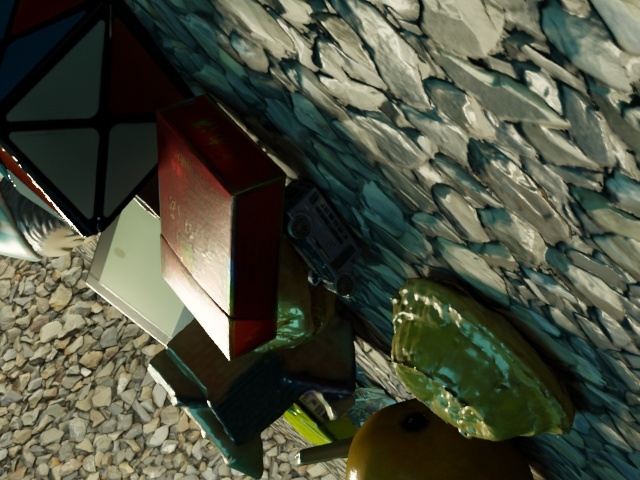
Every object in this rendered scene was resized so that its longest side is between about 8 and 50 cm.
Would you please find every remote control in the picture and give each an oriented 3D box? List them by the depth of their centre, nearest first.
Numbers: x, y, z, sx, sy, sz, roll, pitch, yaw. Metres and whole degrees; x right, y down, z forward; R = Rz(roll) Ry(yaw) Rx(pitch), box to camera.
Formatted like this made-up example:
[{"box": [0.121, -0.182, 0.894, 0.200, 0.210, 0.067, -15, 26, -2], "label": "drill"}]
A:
[{"box": [0.095, 0.338, 1.963, 0.123, 0.285, 0.038, 111, 147, -77], "label": "remote control"}]

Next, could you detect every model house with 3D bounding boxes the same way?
[{"box": [-0.092, 0.216, 1.971, 0.280, 0.312, 0.245, 48, 163, 2], "label": "model house"}]

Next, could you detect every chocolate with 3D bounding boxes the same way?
[{"box": [-0.042, 0.297, 2.463, 0.289, 0.137, 0.301, 47, 167, -16], "label": "chocolate"}]

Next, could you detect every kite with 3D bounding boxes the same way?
[{"box": [0.075, 0.290, 2.265, 0.141, 0.015, 0.245, -12, 126, 35], "label": "kite"}]

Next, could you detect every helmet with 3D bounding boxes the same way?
[{"box": [-0.267, -0.099, 1.960, 0.155, 0.106, 0.175, 43, 170, 9], "label": "helmet"}]

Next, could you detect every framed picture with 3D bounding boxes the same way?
[{"box": [-0.333, 0.045, 2.348, 0.265, 0.016, 0.347, 36, 131, 12], "label": "framed picture"}]

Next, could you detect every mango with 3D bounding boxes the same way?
[{"box": [0.198, 0.392, 1.831, 0.378, 0.264, 0.221, 50, -167, -38], "label": "mango"}]

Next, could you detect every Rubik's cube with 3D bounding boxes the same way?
[{"box": [-0.354, -0.192, 1.632, 0.246, 0.248, 0.250, 29, 162, 47], "label": "Rubik's cube"}]

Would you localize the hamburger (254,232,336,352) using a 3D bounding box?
[{"box": [-0.074, 0.073, 1.780, 0.213, 0.108, 0.214, 14, 113, 34], "label": "hamburger"}]

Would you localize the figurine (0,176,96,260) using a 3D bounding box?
[{"box": [-0.664, -0.070, 2.588, 0.266, 0.378, 0.361, 32, 164, 38], "label": "figurine"}]

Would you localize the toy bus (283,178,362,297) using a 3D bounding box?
[{"box": [0.000, 0.000, 1.582, 0.073, 0.076, 0.167, 20, 152, 55], "label": "toy bus"}]

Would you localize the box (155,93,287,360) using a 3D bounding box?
[{"box": [-0.139, -0.014, 1.602, 0.197, 0.089, 0.313, 45, 147, 34], "label": "box"}]

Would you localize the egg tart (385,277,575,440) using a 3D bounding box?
[{"box": [0.189, 0.170, 1.493, 0.290, 0.115, 0.290, 39, 167, 11], "label": "egg tart"}]
